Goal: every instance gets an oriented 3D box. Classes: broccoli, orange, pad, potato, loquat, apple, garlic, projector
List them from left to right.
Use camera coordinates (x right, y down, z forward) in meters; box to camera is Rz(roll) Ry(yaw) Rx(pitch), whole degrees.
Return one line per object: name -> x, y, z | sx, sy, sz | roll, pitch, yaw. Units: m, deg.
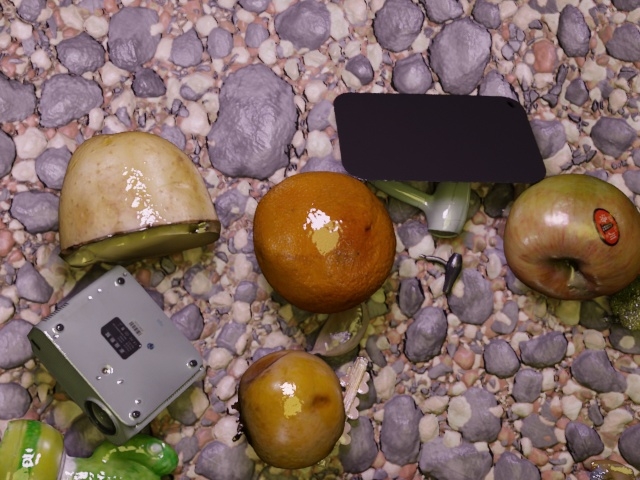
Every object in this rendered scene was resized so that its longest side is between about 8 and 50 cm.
projector -> -0.351, 0.197, 1.680 | 0.250, 0.108, 0.198 | 50, 52, -1
potato -> -0.331, -0.082, 1.696 | 0.285, 0.242, 0.242 | -12, 87, 13
loquat -> -0.059, 0.287, 1.692 | 0.213, 0.213, 0.213 | 0, 86, -6
orange -> 0.000, 0.000, 1.703 | 0.264, 0.264, 0.264 | 0, 86, -6
garlic -> 0.042, 0.168, 1.791 | 0.084, 0.066, 0.152 | 21, 80, 23
pad -> 0.215, -0.149, 1.772 | 0.375, 0.063, 0.315 | 1, 46, -7
apple -> 0.457, -0.005, 1.754 | 0.261, 0.261, 0.194 | 24, 51, -4
broccoli -> 0.612, 0.120, 1.826 | 0.120, 0.130, 0.131 | 59, 47, -39

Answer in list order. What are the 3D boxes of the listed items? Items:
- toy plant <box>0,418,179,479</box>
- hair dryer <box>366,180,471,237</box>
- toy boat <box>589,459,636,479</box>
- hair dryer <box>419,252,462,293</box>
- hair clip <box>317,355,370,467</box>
toy plant -> -0.409, 0.432, 1.678 | 0.316, 0.184, 0.224 | 15, 75, -14
hair dryer -> 0.175, -0.126, 1.829 | 0.237, 0.075, 0.206 | 14, 78, 3
toy boat -> 0.556, 0.567, 1.800 | 0.121, 0.089, 0.321 | -13, 89, -1
hair dryer -> 0.223, 0.053, 1.835 | 0.083, 0.031, 0.079 | 19, 93, 10
hair clip -> 0.043, 0.318, 1.786 | 0.062, 0.056, 0.214 | 21, 76, 12
